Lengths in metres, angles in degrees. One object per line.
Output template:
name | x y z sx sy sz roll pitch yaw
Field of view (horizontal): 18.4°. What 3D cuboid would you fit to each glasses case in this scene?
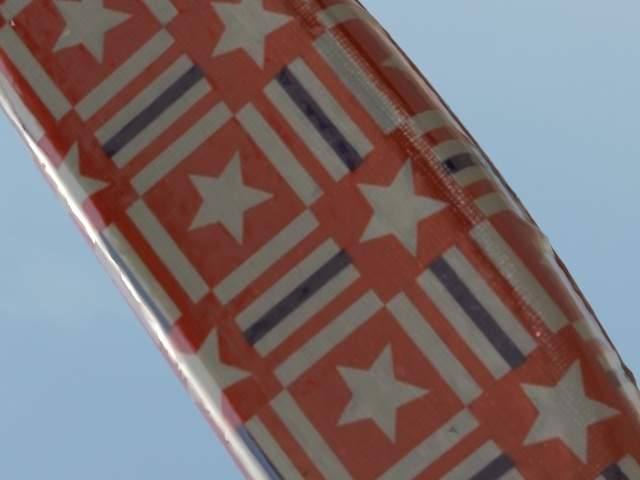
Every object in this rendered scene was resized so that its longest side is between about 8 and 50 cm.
glasses case | 0.000 0.000 0.389 0.194 0.073 0.049 55 -168 21
